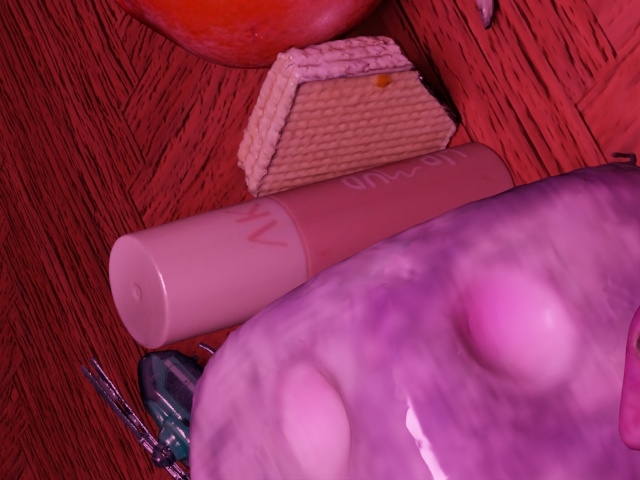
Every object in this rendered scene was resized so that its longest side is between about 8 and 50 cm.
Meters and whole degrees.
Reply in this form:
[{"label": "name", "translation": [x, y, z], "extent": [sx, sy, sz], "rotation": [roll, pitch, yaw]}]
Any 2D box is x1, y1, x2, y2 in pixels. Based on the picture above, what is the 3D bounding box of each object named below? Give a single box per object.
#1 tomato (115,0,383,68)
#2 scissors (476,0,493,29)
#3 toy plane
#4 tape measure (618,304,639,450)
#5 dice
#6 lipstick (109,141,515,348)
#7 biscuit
[{"label": "tomato", "translation": [-0.049, -0.205, 1.175], "extent": [0.184, 0.208, 0.208], "rotation": [-41, 68, 43]}, {"label": "scissors", "translation": [0.074, -0.274, 1.131], "extent": [0.109, 0.022, 0.300], "rotation": [2, 106, 61]}, {"label": "toy plane", "translation": [-0.086, 0.165, 1.516], "extent": [0.235, 0.096, 0.060], "rotation": [48, 146, 8]}, {"label": "tape measure", "translation": [0.251, 0.008, 0.801], "extent": [0.231, 0.149, 0.245], "rotation": [6, 92, 42]}, {"label": "dice", "translation": [0.107, 0.133, 1.022], "extent": [0.270, 0.270, 0.271], "rotation": [-44, 67, 55]}, {"label": "lipstick", "translation": [0.000, 0.000, 1.145], "extent": [0.070, 0.254, 0.070], "rotation": [31, 128, 48]}, {"label": "biscuit", "translation": [0.003, -0.037, 1.225], "extent": [0.046, 0.147, 0.250], "rotation": [61, 146, 29]}]
